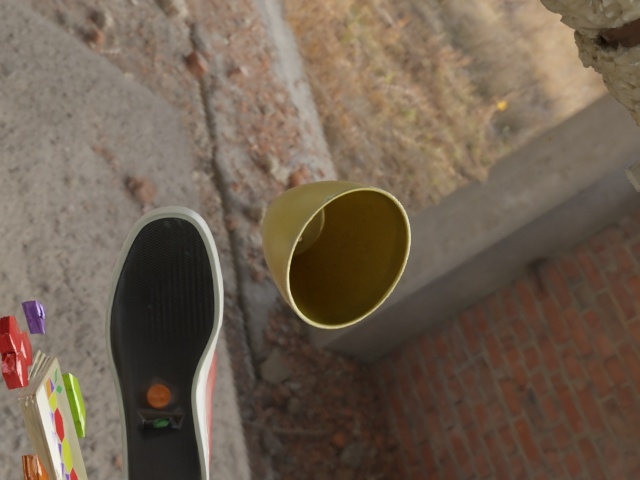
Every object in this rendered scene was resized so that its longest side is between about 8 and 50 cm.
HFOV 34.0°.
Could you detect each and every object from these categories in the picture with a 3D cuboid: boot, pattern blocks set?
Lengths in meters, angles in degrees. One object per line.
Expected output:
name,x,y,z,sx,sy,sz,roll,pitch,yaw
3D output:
boot,-0.124,0.092,0.870,0.176,0.088,0.244,-137,-132,-85
pattern blocks set,-0.317,0.232,1.239,0.285,0.026,0.325,-121,-161,-85

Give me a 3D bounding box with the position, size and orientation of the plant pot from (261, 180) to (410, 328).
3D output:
plant pot,0.000,0.000,0.950,0.134,0.134,0.095,34,-1,-42

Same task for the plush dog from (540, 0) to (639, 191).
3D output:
plush dog,0.223,-0.164,0.686,0.225,0.262,0.211,39,64,-22
